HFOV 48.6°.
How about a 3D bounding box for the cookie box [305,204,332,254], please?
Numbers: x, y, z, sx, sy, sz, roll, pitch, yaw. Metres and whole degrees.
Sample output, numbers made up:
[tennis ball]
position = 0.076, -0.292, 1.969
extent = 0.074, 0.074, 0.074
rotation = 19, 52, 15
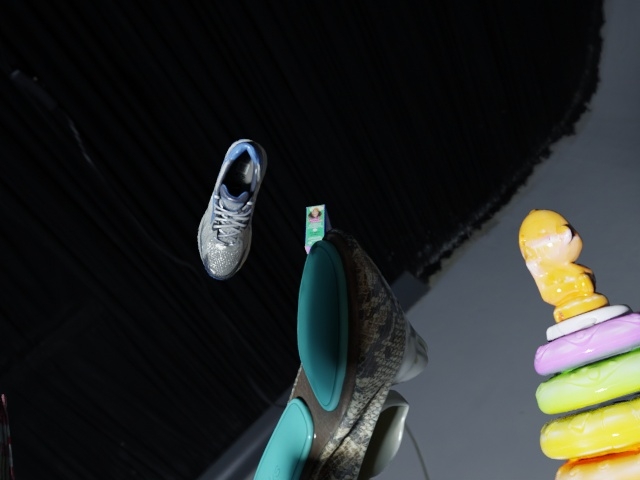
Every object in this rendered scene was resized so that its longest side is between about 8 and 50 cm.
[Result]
[cookie box]
position = 0.000, 0.000, 1.386
extent = 0.040, 0.092, 0.107
rotation = -9, 46, 10

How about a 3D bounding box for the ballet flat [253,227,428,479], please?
[ballet flat]
position = 0.036, 0.195, 0.888
extent = 0.181, 0.483, 0.164
rotation = 0, 31, -24

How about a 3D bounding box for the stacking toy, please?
[stacking toy]
position = 0.224, 0.113, 0.547
extent = 0.165, 0.175, 0.302
rotation = -15, 73, -7

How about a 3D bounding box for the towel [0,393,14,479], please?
[towel]
position = -0.468, 0.411, 0.973
extent = 0.237, 0.037, 0.329
rotation = -59, 41, 27

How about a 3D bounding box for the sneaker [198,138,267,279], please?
[sneaker]
position = -0.084, -0.030, 0.654
extent = 0.052, 0.135, 0.058
rotation = 11, 0, -5
